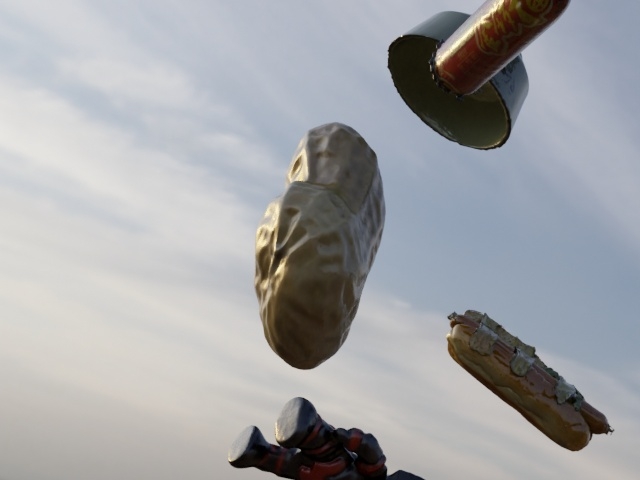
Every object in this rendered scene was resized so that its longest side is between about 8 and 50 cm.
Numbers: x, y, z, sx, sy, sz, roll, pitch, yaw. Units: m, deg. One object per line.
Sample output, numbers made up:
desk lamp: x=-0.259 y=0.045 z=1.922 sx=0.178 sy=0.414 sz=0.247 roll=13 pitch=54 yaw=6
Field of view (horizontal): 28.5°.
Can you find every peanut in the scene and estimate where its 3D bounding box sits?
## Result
peanut: x=0.000 y=0.000 z=1.177 sx=0.110 sy=0.233 sz=0.197 roll=14 pitch=-44 yaw=9

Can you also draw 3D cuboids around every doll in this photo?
doll: x=0.042 y=0.219 z=1.014 sx=0.248 sy=0.088 sz=0.127 roll=41 pitch=-26 yaw=-26

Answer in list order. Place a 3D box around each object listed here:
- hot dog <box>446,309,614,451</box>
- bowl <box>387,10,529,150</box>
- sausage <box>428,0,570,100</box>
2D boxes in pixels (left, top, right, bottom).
hot dog: x=0.276 y=0.186 z=1.698 sx=0.269 sy=0.072 sz=0.109 roll=37 pitch=20 yaw=3
bowl: x=0.206 y=-0.238 z=1.763 sx=0.211 sy=0.112 sz=0.211 roll=33 pitch=-25 yaw=17
sausage: x=0.207 y=-0.243 z=1.409 sx=0.083 sy=0.083 sz=0.264 roll=18 pitch=-20 yaw=-13
